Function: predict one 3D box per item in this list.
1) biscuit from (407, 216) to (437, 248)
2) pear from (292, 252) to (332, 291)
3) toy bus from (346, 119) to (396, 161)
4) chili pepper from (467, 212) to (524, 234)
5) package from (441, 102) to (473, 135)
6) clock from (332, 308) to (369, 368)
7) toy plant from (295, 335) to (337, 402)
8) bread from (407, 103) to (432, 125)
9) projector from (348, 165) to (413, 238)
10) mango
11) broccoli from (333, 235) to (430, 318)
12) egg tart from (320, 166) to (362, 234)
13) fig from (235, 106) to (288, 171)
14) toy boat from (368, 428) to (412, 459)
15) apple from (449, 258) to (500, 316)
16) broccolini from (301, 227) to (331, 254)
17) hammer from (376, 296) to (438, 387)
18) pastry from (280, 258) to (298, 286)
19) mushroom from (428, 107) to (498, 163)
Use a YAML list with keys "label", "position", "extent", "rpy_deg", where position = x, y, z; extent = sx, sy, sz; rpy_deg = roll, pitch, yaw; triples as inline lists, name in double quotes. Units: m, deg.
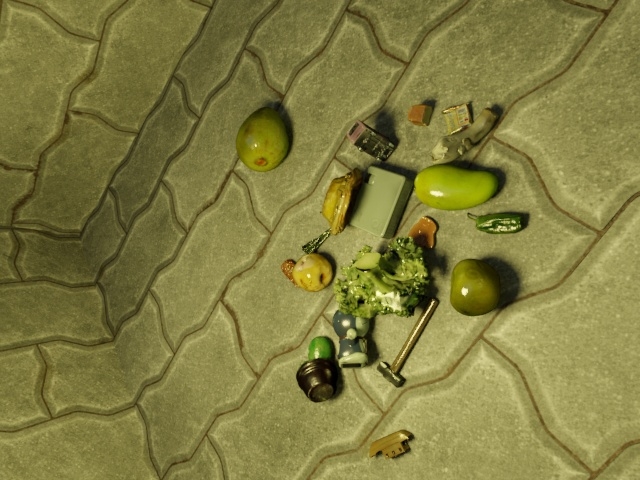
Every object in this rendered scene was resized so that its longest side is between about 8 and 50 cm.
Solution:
- label: "biscuit"
  position: [0.392, -0.014, 1.768]
  extent: [0.140, 0.023, 0.118]
  rpy_deg: [-49, 57, 22]
- label: "pear"
  position: [-0.039, 0.137, 2.007]
  extent: [0.178, 0.178, 0.177]
  rpy_deg: [-7, 79, 38]
- label: "toy bus"
  position: [0.205, -0.399, 1.872]
  extent: [0.096, 0.199, 0.108]
  rpy_deg: [-51, 44, 22]
- label: "chili pepper"
  position: [0.587, -0.058, 1.590]
  extent: [0.204, 0.073, 0.072]
  rpy_deg: [3, 99, 41]
- label: "package"
  position: [0.514, -0.445, 1.730]
  extent: [0.108, 0.031, 0.120]
  rpy_deg: [-16, 81, 37]
- label: "clock"
  position: [0.124, 0.372, 1.828]
  extent: [0.147, 0.199, 0.243]
  rpy_deg: [-6, 65, 6]
- label: "toy plant"
  position: [-0.016, 0.537, 1.935]
  extent: [0.218, 0.176, 0.235]
  rpy_deg: [-59, 27, 24]
- label: "bread"
  position: [0.387, -0.490, 1.807]
  extent: [0.070, 0.083, 0.076]
  rpy_deg: [18, 99, 31]
- label: "projector"
  position: [0.243, -0.153, 1.865]
  extent: [0.192, 0.099, 0.256]
  rpy_deg: [26, 101, 38]
- label: "mango"
  position: [0.477, -0.190, 1.655]
  extent: [0.293, 0.143, 0.175]
  rpy_deg: [5, 68, 29]
- label: "broccoli"
  position: [0.233, 0.140, 1.721]
  extent: [0.339, 0.317, 0.277]
  rpy_deg: [14, 60, 0]
- label: "egg tart"
  position: [0.080, -0.164, 1.882]
  extent: [0.116, 0.295, 0.294]
  rpy_deg: [21, 98, 10]
- label: "fig"
  position: [-0.280, -0.503, 2.254]
  extent: [0.258, 0.258, 0.326]
  rpy_deg: [-15, 61, 37]
- label: "toy boat"
  position: [0.261, 0.770, 1.735]
  extent: [0.200, 0.057, 0.077]
  rpy_deg: [-38, 68, 29]
- label: "apple"
  position: [0.512, 0.159, 1.542]
  extent: [0.157, 0.196, 0.196]
  rpy_deg: [5, 86, 17]
- label: "broccolini"
  position: [0.005, -0.001, 2.082]
  extent: [0.201, 0.058, 0.074]
  rpy_deg: [-37, 75, 12]
- label: "hammer"
  position: [0.340, 0.374, 1.746]
  extent: [0.111, 0.044, 0.365]
  rpy_deg: [36, 104, 38]
- label: "pastry"
  position: [-0.132, 0.149, 2.146]
  extent: [0.169, 0.063, 0.087]
  rpy_deg: [41, 111, 35]
- label: "mushroom"
  position: [0.512, -0.368, 1.659]
  extent: [0.278, 0.096, 0.099]
  rpy_deg: [-34, 18, 5]
